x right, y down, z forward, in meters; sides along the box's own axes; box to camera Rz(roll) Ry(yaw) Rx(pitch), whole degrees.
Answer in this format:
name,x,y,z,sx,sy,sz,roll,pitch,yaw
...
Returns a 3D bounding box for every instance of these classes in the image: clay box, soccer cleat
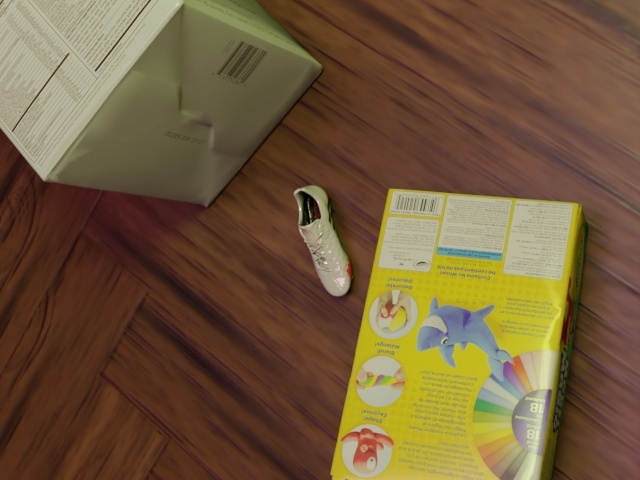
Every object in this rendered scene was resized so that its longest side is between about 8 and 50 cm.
name,x,y,z,sx,sy,sz,roll,pitch,yaw
clay box,0.087,0.082,0.668,0.127,0.053,0.222,6,73,23
soccer cleat,0.000,0.000,0.762,0.029,0.035,0.083,-18,79,24

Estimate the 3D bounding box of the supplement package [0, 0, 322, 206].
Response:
name,x,y,z,sx,sy,sz,roll,pitch,yaw
supplement package,-0.146,-0.151,0.756,0.149,0.194,0.203,-48,69,15
